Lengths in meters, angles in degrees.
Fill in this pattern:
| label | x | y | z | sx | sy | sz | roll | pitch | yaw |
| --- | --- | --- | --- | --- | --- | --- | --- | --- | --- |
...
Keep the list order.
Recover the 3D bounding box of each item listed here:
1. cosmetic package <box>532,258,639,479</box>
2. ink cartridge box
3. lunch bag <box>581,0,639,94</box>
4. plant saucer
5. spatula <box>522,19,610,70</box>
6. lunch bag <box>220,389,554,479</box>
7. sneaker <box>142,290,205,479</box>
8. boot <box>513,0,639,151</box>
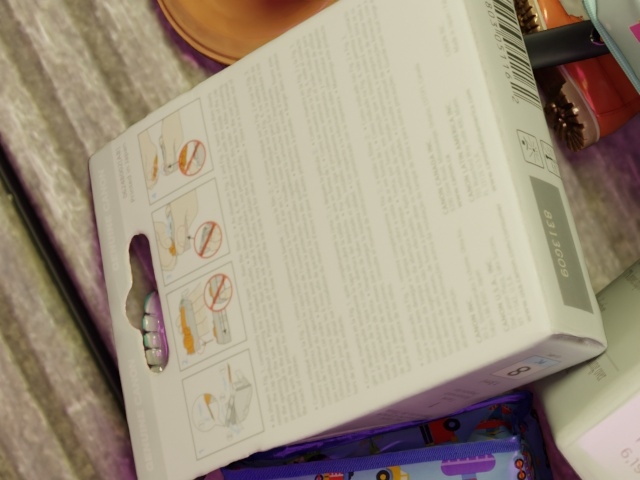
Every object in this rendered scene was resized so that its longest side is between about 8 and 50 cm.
| label | x | y | z | sx | sy | sz | roll | pitch | yaw |
| --- | --- | --- | --- | --- | --- | --- | --- | --- | --- |
| cosmetic package | 0.403 | 0.106 | 1.057 | 0.394 | 0.329 | 0.327 | -41 | 91 | 7 |
| ink cartridge box | 0.000 | 0.000 | 1.116 | 0.385 | 0.091 | 0.308 | -27 | 64 | 33 |
| lunch bag | 0.323 | -0.192 | 0.996 | 0.279 | 0.108 | 0.224 | -43 | 107 | -10 |
| plant saucer | -0.046 | -0.235 | 1.182 | 0.200 | 0.037 | 0.199 | 0 | 89 | 13 |
| spatula | 0.095 | -0.137 | 1.166 | 0.297 | 0.030 | 0.084 | -9 | 77 | 18 |
| lunch bag | 0.051 | 0.269 | 1.208 | 0.293 | 0.138 | 0.220 | -12 | 97 | 14 |
| sneaker | -0.102 | 0.122 | 1.228 | 0.076 | 0.065 | 0.166 | -7 | 97 | 1 |
| boot | 0.205 | -0.158 | 1.189 | 0.085 | 0.059 | 0.157 | -26 | 87 | -14 |
